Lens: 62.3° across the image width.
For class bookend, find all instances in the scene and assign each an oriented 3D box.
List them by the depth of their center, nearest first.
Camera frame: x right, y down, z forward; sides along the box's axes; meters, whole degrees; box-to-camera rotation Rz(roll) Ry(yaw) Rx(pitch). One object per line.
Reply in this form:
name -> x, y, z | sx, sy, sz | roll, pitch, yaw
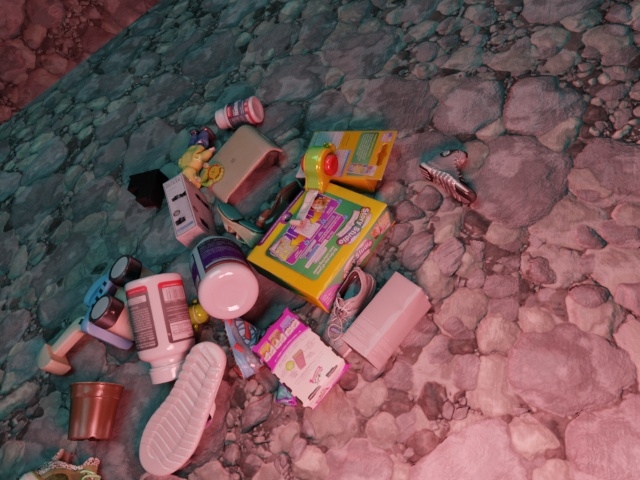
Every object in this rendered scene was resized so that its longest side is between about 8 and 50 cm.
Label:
bookend -> -0.725, -0.201, 2.184 | 0.156, 0.072, 0.157 | -10, 57, 23

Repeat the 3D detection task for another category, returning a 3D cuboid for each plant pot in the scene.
plant pot -> -0.714, 0.541, 1.665 | 0.167, 0.167, 0.165 | -10, 65, 21

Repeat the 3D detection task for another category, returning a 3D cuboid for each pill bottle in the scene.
pill bottle -> -0.489, 0.271, 1.642 | 0.176, 0.176, 0.319 | -16, 83, 18
pill bottle -> -0.316, 0.101, 1.684 | 0.181, 0.181, 0.323 | -40, 30, -1
pill bottle -> -0.333, -0.514, 2.159 | 0.180, 0.108, 0.108 | -11, 56, 21

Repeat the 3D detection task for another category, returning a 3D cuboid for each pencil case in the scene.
pencil case -> -0.079, 0.387, 1.488 | 0.070, 0.064, 0.152 | -18, 50, 48

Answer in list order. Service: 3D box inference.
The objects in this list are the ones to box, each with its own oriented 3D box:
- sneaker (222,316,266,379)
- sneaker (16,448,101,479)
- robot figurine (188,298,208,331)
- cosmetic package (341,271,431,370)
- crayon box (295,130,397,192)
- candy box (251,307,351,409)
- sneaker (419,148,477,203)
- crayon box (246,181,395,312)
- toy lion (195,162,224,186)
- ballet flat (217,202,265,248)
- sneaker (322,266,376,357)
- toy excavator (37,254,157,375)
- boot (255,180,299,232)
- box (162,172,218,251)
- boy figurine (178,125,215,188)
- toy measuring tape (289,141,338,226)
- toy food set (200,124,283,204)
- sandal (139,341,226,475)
sneaker -> -0.221, 0.304, 1.613 | 0.125, 0.104, 0.262 | -14, 44, -14
sneaker -> -0.709, 0.728, 1.560 | 0.410, 0.158, 0.182 | 13, 50, 27
robot figurine -> -0.420, 0.247, 1.749 | 0.115, 0.067, 0.101 | -18, 59, 16
cosmetic package -> 0.181, 0.217, 1.425 | 0.107, 0.127, 0.238 | 32, 76, 37
crayon box -> 0.098, -0.270, 1.801 | 0.322, 0.083, 0.203 | 6, 64, 31
candy box -> -0.055, 0.316, 1.431 | 0.159, 0.071, 0.233 | -49, 55, -4
sneaker -> 0.416, -0.212, 1.603 | 0.132, 0.086, 0.228 | -41, 50, -5
crayon box -> 0.000, 0.000, 1.656 | 0.313, 0.106, 0.363 | 26, 70, 35
toy lion -> -0.412, -0.247, 1.997 | 0.096, 0.034, 0.100 | 25, 84, 31
ballet flat -> -0.293, -0.048, 1.868 | 0.086, 0.086, 0.248 | -49, 53, -8
sneaker -> 0.062, 0.201, 1.501 | 0.105, 0.115, 0.281 | 9, 65, 31
toy excavator -> -0.762, 0.276, 1.847 | 0.445, 0.222, 0.433 | -2, 59, 42
boot -> -0.115, -0.103, 1.828 | 0.106, 0.082, 0.219 | 34, 71, 14
box -> -0.466, -0.090, 1.921 | 0.087, 0.169, 0.290 | -31, 51, 6
boy figurine -> -0.498, -0.330, 2.136 | 0.177, 0.092, 0.285 | -13, 57, 28
toy measuring tape -> -0.028, -0.199, 1.666 | 0.121, 0.121, 0.330 | 7, 54, 30
toy food set -> -0.305, -0.281, 2.023 | 0.306, 0.092, 0.220 | -49, 51, 3
sandal -> -0.380, 0.498, 1.553 | 0.169, 0.102, 0.416 | 29, 89, 22
